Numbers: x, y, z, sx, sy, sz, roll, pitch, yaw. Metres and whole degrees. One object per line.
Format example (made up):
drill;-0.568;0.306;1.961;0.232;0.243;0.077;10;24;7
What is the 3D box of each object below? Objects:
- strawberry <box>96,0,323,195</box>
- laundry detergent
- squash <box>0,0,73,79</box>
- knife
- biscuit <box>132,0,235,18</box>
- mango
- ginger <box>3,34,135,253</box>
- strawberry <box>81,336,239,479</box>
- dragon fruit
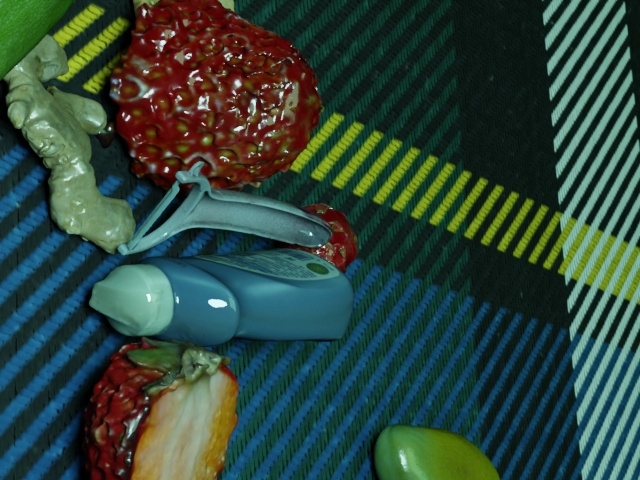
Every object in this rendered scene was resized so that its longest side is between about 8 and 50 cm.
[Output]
strawberry;-0.092;-0.149;1.692;0.234;0.178;0.233;-8;100;-52
laundry detergent;-0.103;0.063;1.667;0.290;0.143;0.094;-2;112;-48
squash;-0.289;-0.222;1.493;0.107;0.107;0.395;59;29;-22
knife;-0.081;-0.031;1.677;0.278;0.123;0.053;5;47;-53
biscuit;-0.158;-0.290;1.803;0.160;0.030;0.249;-5;82;-53
mango;0.135;0.279;1.947;0.195;0.092;0.130;41;49;-32
ginger;-0.249;-0.105;1.587;0.258;0.065;0.149;51;40;-27
strawberry;-0.173;0.204;1.556;0.190;0.111;0.236;2;100;-63
dragon fruit;0.000;0.000;1.886;0.190;0.094;0.094;-37;110;-75
